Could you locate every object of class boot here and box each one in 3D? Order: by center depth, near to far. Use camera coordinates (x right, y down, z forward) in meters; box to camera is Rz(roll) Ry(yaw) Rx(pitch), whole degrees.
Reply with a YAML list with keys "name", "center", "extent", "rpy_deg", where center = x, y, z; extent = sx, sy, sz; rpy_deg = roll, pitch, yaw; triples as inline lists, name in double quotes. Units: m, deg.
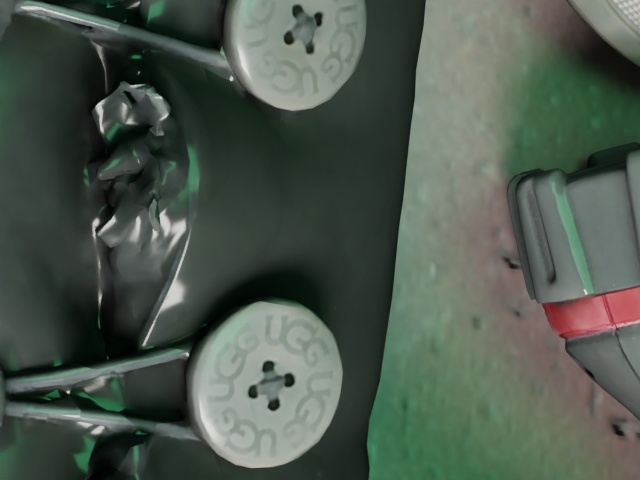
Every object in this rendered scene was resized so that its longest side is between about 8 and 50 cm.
- name: "boot"
  center: [-0.001, 0.000, 0.518]
  extent: [0.367, 0.146, 0.445]
  rpy_deg: [1, 89, -48]

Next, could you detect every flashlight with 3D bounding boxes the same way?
- name: "flashlight"
  center: [0.152, 0.111, 0.677]
  extent: [0.103, 0.103, 0.304]
  rpy_deg: [-15, 91, -3]

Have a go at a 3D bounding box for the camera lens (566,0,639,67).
- name: "camera lens"
  center: [0.209, -0.172, 0.647]
  extent: [0.219, 0.274, 0.219]
  rpy_deg: [5, 80, -28]
